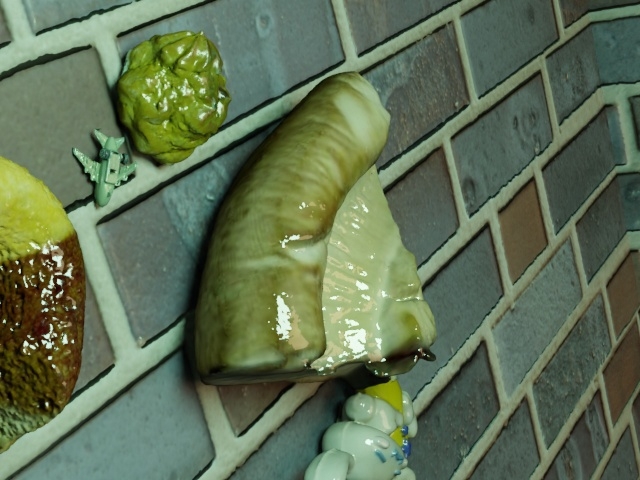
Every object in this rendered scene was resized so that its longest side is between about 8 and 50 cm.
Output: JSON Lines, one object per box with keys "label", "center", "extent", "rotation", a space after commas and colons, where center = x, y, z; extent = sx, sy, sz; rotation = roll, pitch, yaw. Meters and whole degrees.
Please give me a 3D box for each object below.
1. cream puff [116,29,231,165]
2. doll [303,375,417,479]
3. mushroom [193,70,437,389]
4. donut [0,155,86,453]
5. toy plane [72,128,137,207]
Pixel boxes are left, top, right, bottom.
{"label": "cream puff", "center": [-0.153, -0.163, 1.232], "extent": [0.146, 0.116, 0.146], "rotation": [17, 70, -55]}
{"label": "doll", "center": [0.068, 0.290, 1.534], "extent": [0.252, 0.111, 0.237], "rotation": [59, 43, -49]}
{"label": "mushroom", "center": [-0.034, -0.018, 1.356], "extent": [0.314, 0.224, 0.397], "rotation": [4, 75, -40]}
{"label": "donut", "center": [-0.279, 0.030, 1.007], "extent": [0.151, 0.112, 0.295], "rotation": [-41, 116, -56]}
{"label": "toy plane", "center": [-0.228, -0.077, 1.180], "extent": [0.080, 0.033, 0.083], "rotation": [12, 78, -45]}
